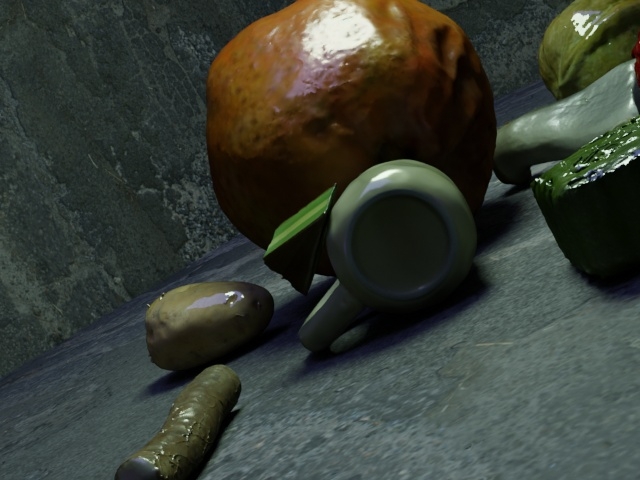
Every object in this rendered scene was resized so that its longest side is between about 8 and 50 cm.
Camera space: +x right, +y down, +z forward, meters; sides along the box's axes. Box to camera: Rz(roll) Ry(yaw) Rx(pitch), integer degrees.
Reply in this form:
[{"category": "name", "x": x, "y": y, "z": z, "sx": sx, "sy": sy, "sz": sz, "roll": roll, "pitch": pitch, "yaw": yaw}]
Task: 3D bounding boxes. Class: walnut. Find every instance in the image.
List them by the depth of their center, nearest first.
[{"category": "walnut", "x": 0.524, "y": -0.330, "z": 1.909, "sx": 0.283, "sy": 0.227, "sz": 0.283, "roll": -28, "pitch": -31, "yaw": -19}]

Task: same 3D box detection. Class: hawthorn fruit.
[{"category": "hawthorn fruit", "x": 0.061, "y": -0.149, "z": 1.613, "sx": 0.471, "sy": 0.472, "sz": 0.472, "roll": -27, "pitch": 6, "yaw": 3}]

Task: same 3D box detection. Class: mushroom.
[{"category": "mushroom", "x": 0.381, "y": -0.170, "z": 1.665, "sx": 0.159, "sy": 0.122, "sz": 0.328, "roll": -22, "pitch": 0, "yaw": -41}]

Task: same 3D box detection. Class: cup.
[{"category": "cup", "x": 0.060, "y": 0.010, "z": 1.311, "sx": 0.255, "sy": 0.173, "sz": 0.202, "roll": -26, "pitch": 5, "yaw": 7}]

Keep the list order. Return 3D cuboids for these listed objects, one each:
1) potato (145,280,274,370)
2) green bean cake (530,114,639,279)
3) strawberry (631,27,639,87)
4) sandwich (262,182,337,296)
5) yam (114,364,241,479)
[{"category": "potato", "x": -0.179, "y": 0.121, "z": 1.641, "sx": 0.161, "sy": 0.128, "sz": 0.234, "roll": -37, "pitch": 16, "yaw": -35}, {"category": "green bean cake", "x": 0.314, "y": -0.056, "z": 1.053, "sx": 0.200, "sy": 0.113, "sz": 0.214, "roll": -29, "pitch": 6, "yaw": 9}, {"category": "strawberry", "x": 0.552, "y": -0.294, "z": 1.439, "sx": 0.274, "sy": 0.220, "sz": 0.274, "roll": -15, "pitch": 19, "yaw": 5}, {"category": "sandwich", "x": 0.000, "y": 0.000, "z": 1.299, "sx": 0.116, "sy": 0.074, "sz": 0.074, "roll": -36, "pitch": 20, "yaw": 36}, {"category": "yam", "x": -0.141, "y": 0.200, "z": 1.128, "sx": 0.066, "sy": 0.066, "sz": 0.300, "roll": -26, "pitch": 6, "yaw": 11}]
